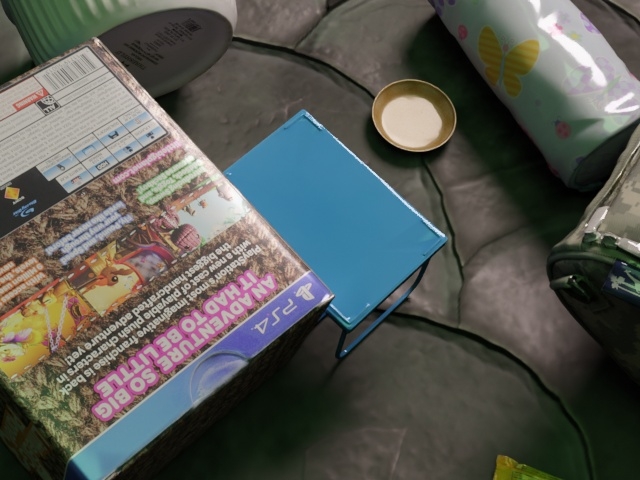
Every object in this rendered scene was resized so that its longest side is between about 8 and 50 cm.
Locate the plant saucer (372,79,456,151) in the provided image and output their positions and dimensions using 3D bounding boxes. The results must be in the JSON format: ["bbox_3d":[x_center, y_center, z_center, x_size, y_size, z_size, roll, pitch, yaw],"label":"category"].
[{"bbox_3d":[0.091,-0.120,0.979,0.083,0.015,0.084,2,64,-4],"label":"plant saucer"}]

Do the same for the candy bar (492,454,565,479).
[{"bbox_3d":[0.218,0.222,0.821,0.161,0.018,0.040,19,67,3],"label":"candy bar"}]

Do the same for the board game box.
[{"bbox_3d":[-0.181,0.029,0.773,0.232,0.141,0.291,-37,79,-30],"label":"board game box"}]

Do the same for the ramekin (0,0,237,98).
[{"bbox_3d":[-0.174,-0.207,0.896,0.207,0.207,0.109,-19,76,-14],"label":"ramekin"}]

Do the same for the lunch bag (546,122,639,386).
[{"bbox_3d":[0.347,-0.007,0.813,0.256,0.212,0.305,38,67,-4],"label":"lunch bag"}]

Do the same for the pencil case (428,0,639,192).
[{"bbox_3d":[0.217,-0.183,0.969,0.124,0.113,0.273,-20,67,-36],"label":"pencil case"}]

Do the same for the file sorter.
[{"bbox_3d":[0.000,0.000,0.861,0.170,0.104,0.118,43,68,15],"label":"file sorter"}]
